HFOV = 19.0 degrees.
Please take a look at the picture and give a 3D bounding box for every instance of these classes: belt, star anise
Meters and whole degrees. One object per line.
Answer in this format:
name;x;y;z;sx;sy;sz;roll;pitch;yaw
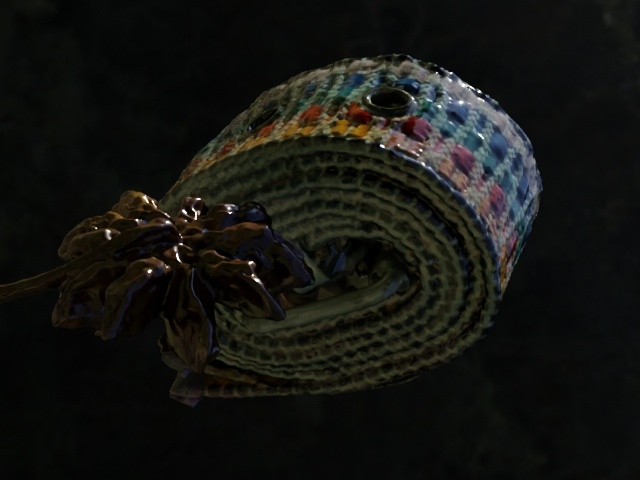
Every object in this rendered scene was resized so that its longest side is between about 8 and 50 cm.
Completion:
belt;0.000;0.000;1.338;0.206;0.295;0.160;64;31;-27
star anise;-0.116;0.028;1.170;0.177;0.234;0.073;27;-45;42
